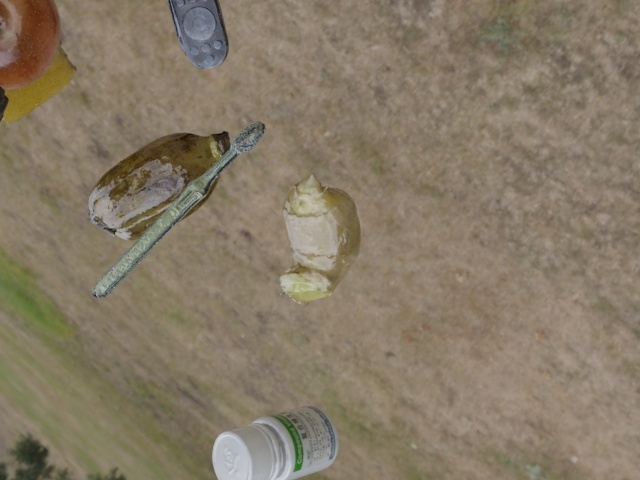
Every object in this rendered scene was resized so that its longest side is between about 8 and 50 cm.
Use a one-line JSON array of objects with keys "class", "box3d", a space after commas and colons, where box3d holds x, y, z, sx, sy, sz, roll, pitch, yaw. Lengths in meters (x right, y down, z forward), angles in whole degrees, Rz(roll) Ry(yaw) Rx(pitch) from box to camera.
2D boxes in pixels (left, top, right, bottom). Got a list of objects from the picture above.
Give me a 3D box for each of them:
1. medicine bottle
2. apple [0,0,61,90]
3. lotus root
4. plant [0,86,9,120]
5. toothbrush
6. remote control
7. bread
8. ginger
[{"class": "medicine bottle", "box3d": [-0.088, 0.410, 1.582, 0.139, 0.236, 0.139, 1, 92, 44]}, {"class": "apple", "box3d": [-0.471, -0.305, 1.132, 0.201, 0.201, 0.162, 54, 172, -20]}, {"class": "lotus root", "box3d": [-0.252, -0.095, 1.292, 0.128, 0.260, 0.145, 55, 178, 17]}, {"class": "plant", "box3d": [-0.528, -0.108, 0.916, 0.213, 0.312, 0.215, 33, 173, 19]}, {"class": "toothbrush", "box3d": [-0.168, -0.040, 0.969, 0.026, 0.294, 0.028, 46, 170, -15]}, {"class": "remote control", "box3d": [-0.228, -0.435, 1.406, 0.066, 0.090, 0.266, -129, 24, -65]}, {"class": "bread", "box3d": [-0.554, -0.326, 1.408, 0.114, 0.184, 0.275, 54, 176, 6]}, {"class": "ginger", "box3d": [0.000, 0.000, 1.473, 0.138, 0.152, 0.267, 12, 110, 27]}]
